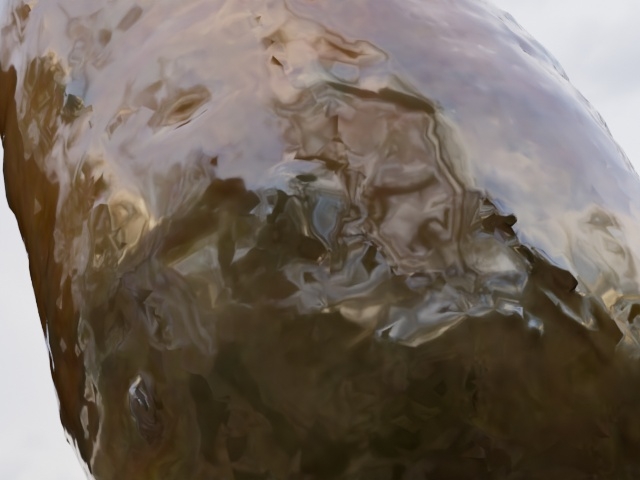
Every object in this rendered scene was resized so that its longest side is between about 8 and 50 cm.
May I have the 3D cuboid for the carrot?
[{"bbox_3d":[0.000,0.000,0.610,0.224,0.341,0.224,-15,-42,-14],"label":"carrot"}]
